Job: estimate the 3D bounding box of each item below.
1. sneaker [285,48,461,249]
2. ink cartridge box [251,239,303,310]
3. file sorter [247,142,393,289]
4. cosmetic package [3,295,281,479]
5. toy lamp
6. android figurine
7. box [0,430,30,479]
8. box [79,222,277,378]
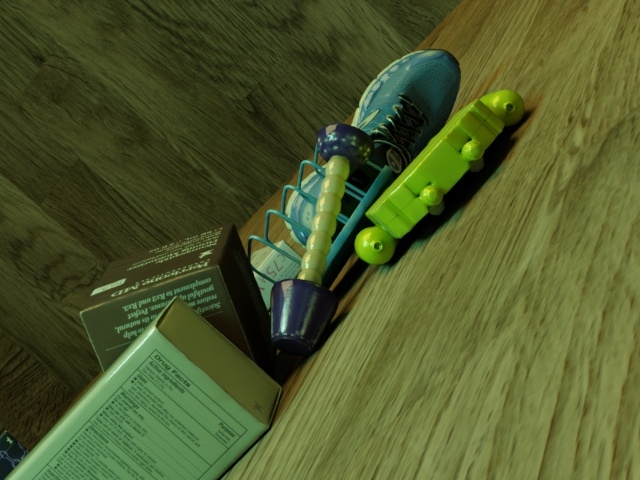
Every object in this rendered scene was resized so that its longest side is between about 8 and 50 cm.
[{"bbox_3d":[0.093,-0.117,1.793,0.330,0.129,0.147,-55,18,-9],"label":"sneaker"},{"bbox_3d":[-0.127,0.094,2.147,0.186,0.065,0.311,-49,9,-11],"label":"ink cartridge box"},{"bbox_3d":[-0.003,-0.024,1.633,0.170,0.104,0.118,-56,-9,-21],"label":"file sorter"},{"bbox_3d":[-0.204,0.228,1.413,0.309,0.160,0.113,-45,6,15],"label":"cosmetic package"},{"bbox_3d":[0.000,0.000,1.511,0.080,0.080,0.275,-39,30,56],"label":"toy lamp"},{"bbox_3d":[0.126,-0.073,1.470,0.248,0.056,0.273,-47,3,-2],"label":"android figurine"},{"bbox_3d":[-0.434,0.406,1.761,0.103,0.184,0.261,-45,8,31],"label":"box"},{"bbox_3d":[-0.156,0.101,1.543,0.168,0.167,0.203,-18,13,5],"label":"box"}]
